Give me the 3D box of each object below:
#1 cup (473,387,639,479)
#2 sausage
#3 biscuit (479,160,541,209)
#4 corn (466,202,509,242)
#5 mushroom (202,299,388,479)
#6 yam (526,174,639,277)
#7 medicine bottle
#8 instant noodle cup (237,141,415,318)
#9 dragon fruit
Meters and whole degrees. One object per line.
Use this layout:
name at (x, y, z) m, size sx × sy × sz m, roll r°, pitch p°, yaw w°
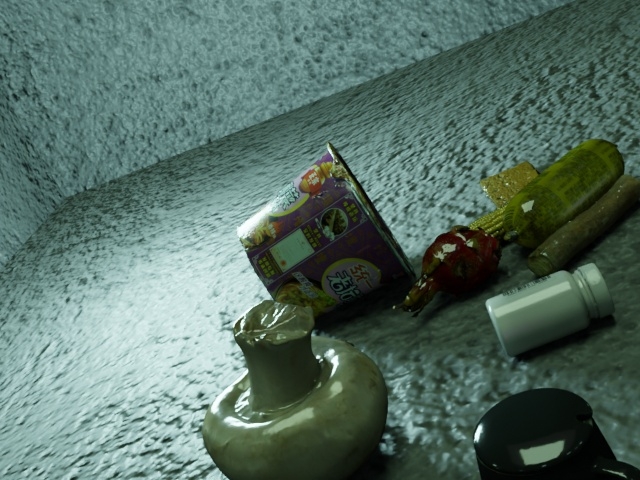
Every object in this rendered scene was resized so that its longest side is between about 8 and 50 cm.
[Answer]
cup at (0.295, 0.281, 1.036) m, size 0.223 × 0.176 × 0.169 m, roll -2°, pitch 29°, yaw 46°
sausage at (0.484, -0.092, 1.726) m, size 0.347 × 0.123 × 0.123 m, roll -36°, pitch 25°, yaw -24°
biscuit at (0.442, -0.113, 1.946) m, size 0.131 × 0.025 × 0.231 m, roll -24°, pitch 23°, yaw 7°
corn at (0.375, -0.034, 1.790) m, size 0.203 × 0.072 × 0.072 m, roll -29°, pitch 22°, yaw -12°
mushroom at (-0.055, 0.237, 1.345) m, size 0.298 × 0.290 × 0.297 m, roll -21°, pitch 22°, yaw 9°
yam at (0.508, -0.031, 1.645) m, size 0.300 × 0.066 × 0.066 m, roll -36°, pitch 24°, yaw -24°
medicine bottle at (0.373, 0.111, 1.419) m, size 0.187 × 0.102 × 0.102 m, roll -23°, pitch 22°, yaw 7°
instant noodle cup at (0.000, 0.000, 1.804) m, size 0.266 × 0.339 × 0.340 m, roll -32°, pitch 22°, yaw 6°
dragon fruit at (0.237, 0.063, 1.656) m, size 0.246 × 0.125 × 0.125 m, roll -41°, pitch 29°, yaw -19°
